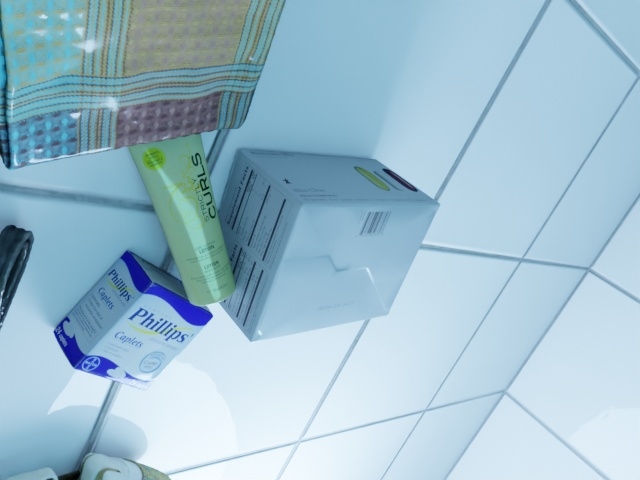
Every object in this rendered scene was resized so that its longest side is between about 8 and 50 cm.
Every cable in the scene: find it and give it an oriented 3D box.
[{"bbox_3d":[-0.347,0.124,0.615,0.287,0.072,0.139,-63,-174,-1],"label":"cable"}]

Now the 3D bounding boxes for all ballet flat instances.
[{"bbox_3d":[-0.351,0.358,0.807,0.348,0.123,0.123,-1,122,-44],"label":"ballet flat"}]

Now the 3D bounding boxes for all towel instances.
[{"bbox_3d":[-0.127,-0.215,0.466,0.271,0.040,0.370,-19,151,-35],"label":"towel"}]

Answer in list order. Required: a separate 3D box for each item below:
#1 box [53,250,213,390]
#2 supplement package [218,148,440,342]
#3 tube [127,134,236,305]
[{"bbox_3d":[-0.230,0.104,0.732,0.137,0.072,0.126,-48,143,-2],"label":"box"},{"bbox_3d":[0.000,0.000,0.809,0.262,0.145,0.204,-4,125,-43],"label":"supplement package"},{"bbox_3d":[-0.156,-0.039,0.673,0.070,0.062,0.240,-62,144,-61],"label":"tube"}]
